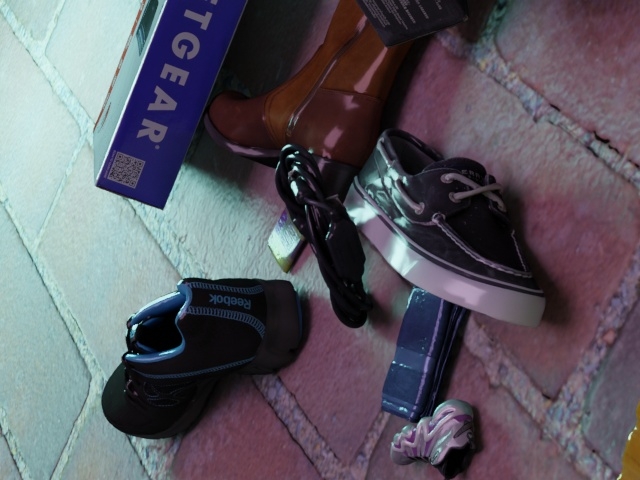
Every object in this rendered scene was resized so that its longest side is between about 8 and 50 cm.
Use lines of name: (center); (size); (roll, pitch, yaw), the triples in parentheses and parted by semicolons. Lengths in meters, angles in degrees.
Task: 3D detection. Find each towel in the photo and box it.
towel: (-0.027, -0.014, 1.726); (0.083, 0.009, 0.060); (-60, 35, 24)
towel: (0.091, 0.102, 1.474); (0.067, 0.029, 0.119); (17, 93, 58)

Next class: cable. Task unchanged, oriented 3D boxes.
cable: (0.000, 0.000, 1.547); (0.047, 0.184, 0.150); (-28, 38, -8)

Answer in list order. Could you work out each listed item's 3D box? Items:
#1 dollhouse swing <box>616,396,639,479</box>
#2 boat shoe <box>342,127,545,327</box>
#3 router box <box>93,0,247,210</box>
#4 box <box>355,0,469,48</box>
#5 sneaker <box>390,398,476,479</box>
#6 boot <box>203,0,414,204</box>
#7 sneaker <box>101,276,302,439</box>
dollhouse swing: (0.204, 0.136, 0.975); (0.315, 0.305, 0.346); (32, 113, 54)
boat shoe: (0.113, -0.020, 1.428); (0.102, 0.108, 0.301); (-68, 25, 13)
router box: (-0.162, -0.234, 1.878); (0.301, 0.082, 0.335); (-117, 49, -73)
box: (0.007, -0.412, 1.452); (0.097, 0.395, 0.318); (-16, 49, 22)
sneaker: (0.097, 0.187, 1.419); (0.098, 0.038, 0.069); (-46, 41, 39)
boot: (0.001, -0.199, 1.681); (0.264, 0.096, 0.280); (37, 108, 57)
sneaker: (-0.162, 0.114, 1.762); (0.341, 0.140, 0.125); (-38, 49, 46)
